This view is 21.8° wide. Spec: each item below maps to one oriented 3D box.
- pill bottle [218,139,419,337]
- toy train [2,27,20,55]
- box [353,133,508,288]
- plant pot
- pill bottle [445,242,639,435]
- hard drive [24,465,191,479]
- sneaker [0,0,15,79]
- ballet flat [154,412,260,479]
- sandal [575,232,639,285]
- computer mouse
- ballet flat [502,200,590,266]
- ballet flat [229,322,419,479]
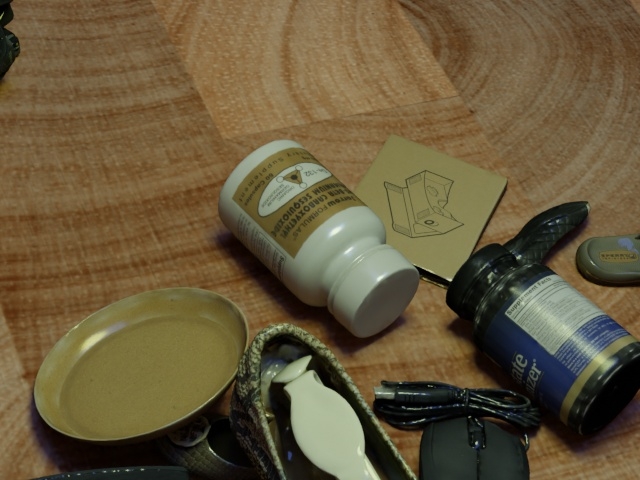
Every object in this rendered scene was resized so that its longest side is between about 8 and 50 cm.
[{"bbox_3d":[0.000,0.000,1.891,0.131,0.131,0.229,-28,56,-31],"label":"pill bottle"},{"bbox_3d":[-0.453,-0.283,2.157,0.158,0.036,0.027,29,49,18],"label":"toy train"},{"bbox_3d":[0.122,-0.038,2.026,0.164,0.021,0.201,22,46,12],"label":"box"},{"bbox_3d":[-0.184,0.136,1.749,0.236,0.032,0.236,-12,34,9],"label":"plant pot"},{"bbox_3d":[0.247,0.103,1.839,0.122,0.123,0.219,-30,57,-32],"label":"pill bottle"},{"bbox_3d":[-0.234,0.299,1.616,0.254,0.054,0.172,-6,48,-15],"label":"hard drive"},{"bbox_3d":[-0.439,-0.219,2.037,0.124,0.107,0.283,10,57,-10],"label":"sneaker"},{"bbox_3d":[-0.048,0.218,1.722,0.249,0.058,0.084,14,47,3],"label":"ballet flat"},{"bbox_3d":[0.416,0.006,2.003,0.219,0.060,0.090,-1,47,-10],"label":"sandal"},{"bbox_3d":[0.149,0.243,1.722,0.188,0.072,0.272,6,46,-5],"label":"computer mouse"},{"bbox_3d":[0.270,-0.001,2.008,0.173,0.049,0.057,-35,18,-36],"label":"ballet flat"},{"bbox_3d":[0.050,0.277,1.555,0.164,0.182,0.483,-26,63,-14],"label":"ballet flat"}]
